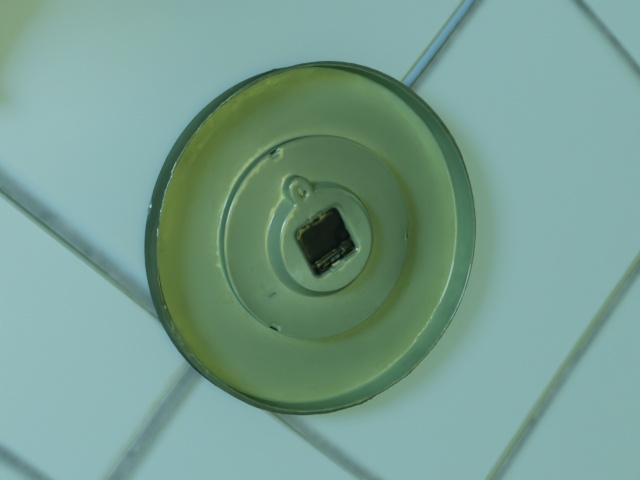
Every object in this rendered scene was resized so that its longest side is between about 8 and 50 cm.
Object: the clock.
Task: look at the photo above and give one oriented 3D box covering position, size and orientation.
[{"bbox_3d":[0.000,0.000,0.675,0.235,0.029,0.235,-3,97,-25],"label":"clock"}]
